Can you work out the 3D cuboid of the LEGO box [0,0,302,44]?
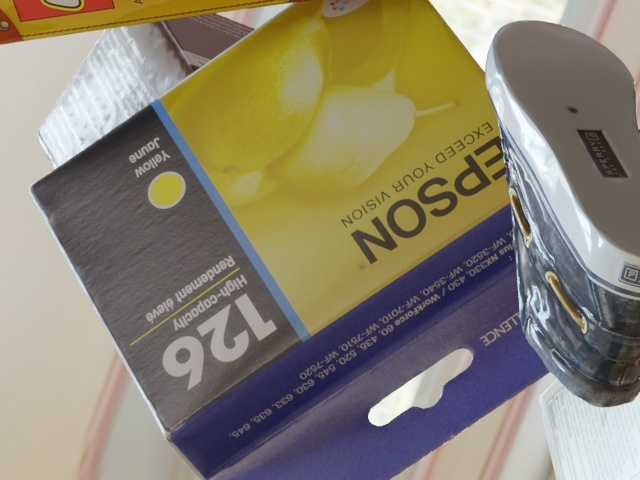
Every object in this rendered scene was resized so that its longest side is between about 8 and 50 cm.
[{"bbox_3d":[-0.119,-0.394,1.014,0.372,0.500,0.193,-7,-140,8],"label":"LEGO box"}]

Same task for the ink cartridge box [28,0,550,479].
[{"bbox_3d":[0.000,0.000,1.089,0.307,0.303,0.072,55,179,31],"label":"ink cartridge box"}]

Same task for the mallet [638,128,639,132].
[{"bbox_3d":[0.223,-0.027,1.123,0.039,0.062,0.189,-21,168,9],"label":"mallet"}]

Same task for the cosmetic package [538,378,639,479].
[{"bbox_3d":[0.303,0.094,1.213,0.113,0.309,0.160,22,-142,-25],"label":"cosmetic package"}]

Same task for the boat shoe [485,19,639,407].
[{"bbox_3d":[0.102,-0.017,0.705,0.065,0.083,0.183,3,-142,-13],"label":"boat shoe"}]

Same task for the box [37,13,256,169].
[{"bbox_3d":[-0.147,-0.115,1.681,0.168,0.203,0.167,17,-152,-41],"label":"box"}]
